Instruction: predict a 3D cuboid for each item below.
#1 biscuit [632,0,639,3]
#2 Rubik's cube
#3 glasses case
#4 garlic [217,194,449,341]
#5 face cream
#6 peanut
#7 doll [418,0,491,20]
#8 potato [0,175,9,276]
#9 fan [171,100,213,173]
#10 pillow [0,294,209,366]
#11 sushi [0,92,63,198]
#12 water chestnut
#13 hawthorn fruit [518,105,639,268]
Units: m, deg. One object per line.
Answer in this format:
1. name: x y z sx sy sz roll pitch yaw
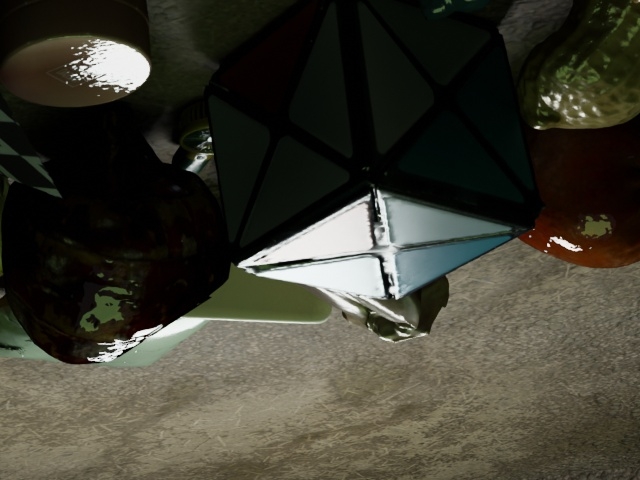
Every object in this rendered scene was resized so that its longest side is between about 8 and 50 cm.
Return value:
1. biscuit: 0.355 -0.307 1.651 0.202 0.044 0.288 -34 165 -27
2. Rubik's cube: 0.051 -0.100 1.931 0.246 0.248 0.250 11 151 -38
3. glasses case: -0.133 0.035 2.342 0.313 0.131 0.070 3 -175 -23
4. garlic: 0.000 0.001 2.200 0.279 0.132 0.325 12 157 49
5. face cream: -0.240 -0.208 1.769 0.149 0.104 0.149 -6 158 -2
6. peanut: 0.301 -0.202 1.883 0.197 0.110 0.233 15 116 -53
7. doll: 0.137 -0.252 1.849 0.083 0.050 0.076 -14 161 13
8. potato: -0.437 -0.018 2.120 0.176 0.141 0.298 13 154 -17
9. fan: -0.136 -0.117 2.106 0.082 0.039 0.155 3 157 -23
10. pillow: -0.296 0.094 2.469 0.310 0.119 0.312 10 152 -29
11. sushi: -0.391 -0.174 1.757 0.294 0.059 0.292 21 159 21
12. water chestnut: -0.246 0.000 2.079 0.289 0.244 0.289 -33 -173 4
13. hawthorn fruit: 0.291 -0.081 2.125 0.261 0.224 0.224 8 167 31
